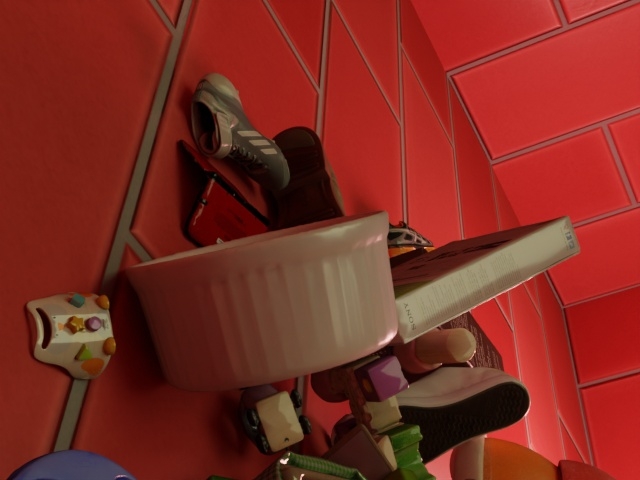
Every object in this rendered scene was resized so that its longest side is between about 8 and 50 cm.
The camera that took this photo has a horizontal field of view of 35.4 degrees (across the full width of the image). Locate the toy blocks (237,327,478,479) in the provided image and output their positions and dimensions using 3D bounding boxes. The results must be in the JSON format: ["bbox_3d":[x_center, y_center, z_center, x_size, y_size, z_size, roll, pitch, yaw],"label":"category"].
[{"bbox_3d":[0.047,0.275,1.261,0.260,0.309,0.288,-17,-88,66],"label":"toy blocks"}]

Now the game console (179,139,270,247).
[{"bbox_3d":[-0.137,-0.040,1.283,0.144,0.085,0.124,43,65,-52],"label":"game console"}]

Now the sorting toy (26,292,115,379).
[{"bbox_3d":[-0.228,0.080,0.899,0.075,0.045,0.083,5,66,-48],"label":"sorting toy"}]

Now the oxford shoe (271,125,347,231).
[{"bbox_3d":[0.000,0.000,1.461,0.130,0.123,0.348,55,26,-55],"label":"oxford shoe"}]

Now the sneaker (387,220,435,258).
[{"bbox_3d":[0.164,0.002,1.958,0.215,0.084,0.083,6,62,-68],"label":"sneaker"}]

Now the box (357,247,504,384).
[{"bbox_3d":[0.156,0.183,1.598,0.381,0.191,0.143,49,28,-45],"label":"box"}]

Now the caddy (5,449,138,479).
[{"bbox_3d":[-0.162,0.310,0.638,0.241,0.179,0.341,24,50,-63],"label":"caddy"}]

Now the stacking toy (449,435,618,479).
[{"bbox_3d":[0.426,0.448,1.435,0.350,0.480,0.350,-2,90,-78],"label":"stacking toy"}]

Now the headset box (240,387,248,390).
[{"bbox_3d":[-0.080,0.143,1.235,0.083,0.032,0.062,-17,88,-69],"label":"headset box"}]

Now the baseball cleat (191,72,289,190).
[{"bbox_3d":[-0.117,-0.126,1.363,0.206,0.072,0.109,53,39,-30],"label":"baseball cleat"}]

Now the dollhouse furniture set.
[{"bbox_3d":[-0.057,0.232,0.912,0.151,0.197,0.301,55,12,32],"label":"dollhouse furniture set"}]

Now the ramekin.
[{"bbox_3d":[-0.052,0.062,1.043,0.277,0.277,0.135,-18,96,-71],"label":"ramekin"}]

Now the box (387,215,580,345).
[{"bbox_3d":[0.141,0.058,1.277,0.322,0.232,0.058,-21,93,-34],"label":"box"}]

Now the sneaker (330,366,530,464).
[{"bbox_3d":[0.149,0.252,1.454,0.123,0.290,0.105,-135,-145,-72],"label":"sneaker"}]
